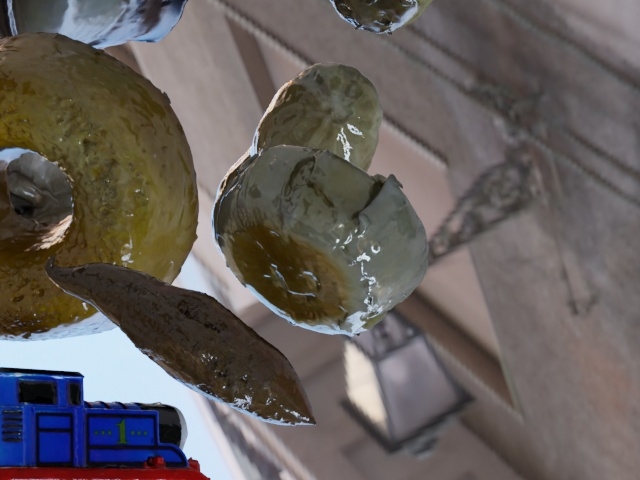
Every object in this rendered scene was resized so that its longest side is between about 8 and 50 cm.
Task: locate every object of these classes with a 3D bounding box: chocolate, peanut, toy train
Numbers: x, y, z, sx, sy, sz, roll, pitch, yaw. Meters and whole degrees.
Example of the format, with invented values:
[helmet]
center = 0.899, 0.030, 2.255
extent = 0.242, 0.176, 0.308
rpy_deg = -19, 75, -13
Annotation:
[chocolate]
center = -0.295, -0.304, 1.761
extent = 0.283, 0.283, 0.186
rpy_deg = 18, -139, 40
[peanut]
center = -0.028, -0.071, 1.797
extent = 0.130, 0.290, 0.130
rpy_deg = 15, -130, -18
[toy train]
center = -0.192, 0.167, 1.354
extent = 0.083, 0.204, 0.131
rpy_deg = -17, -109, 48

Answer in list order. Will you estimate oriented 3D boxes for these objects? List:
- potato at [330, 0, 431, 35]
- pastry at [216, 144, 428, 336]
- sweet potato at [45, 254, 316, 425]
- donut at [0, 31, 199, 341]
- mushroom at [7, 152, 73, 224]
[potato]
center = 0.087, -0.339, 1.595
extent = 0.191, 0.296, 0.141
rpy_deg = 33, -161, 36
[pastry]
center = 0.000, 0.000, 1.283
extent = 0.166, 0.166, 0.088
rpy_deg = 10, -129, 35
[sweet potato]
center = -0.089, 0.061, 1.097
extent = 0.206, 0.068, 0.060
rpy_deg = 29, -84, 11
[donut]
center = -0.243, -0.037, 1.382
extent = 0.278, 0.277, 0.108
rpy_deg = -7, -172, 18
[mushroom]
center = -0.365, -0.060, 2.024
extent = 0.292, 0.290, 0.292
rpy_deg = 3, -152, -1
